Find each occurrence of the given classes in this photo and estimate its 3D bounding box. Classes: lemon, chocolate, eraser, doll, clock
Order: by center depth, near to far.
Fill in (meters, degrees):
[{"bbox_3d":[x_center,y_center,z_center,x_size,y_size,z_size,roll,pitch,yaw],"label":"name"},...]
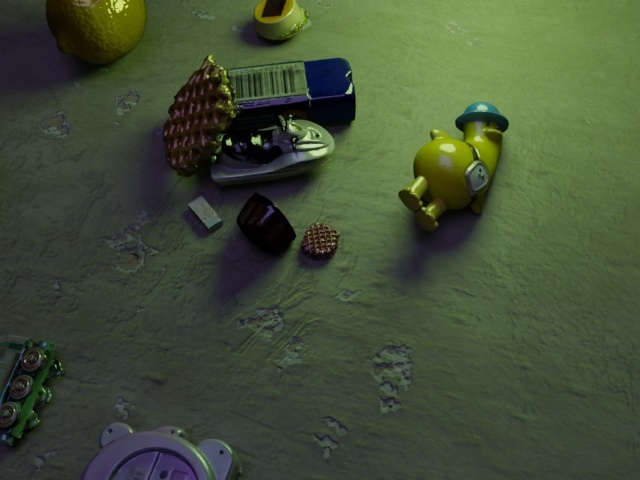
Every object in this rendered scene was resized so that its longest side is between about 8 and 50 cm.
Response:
[{"bbox_3d":[-0.275,0.419,1.076,0.248,0.090,0.227,12,60,12],"label":"clock"},{"bbox_3d":[-0.117,-0.026,1.335,0.080,0.125,0.149,-44,29,-11],"label":"chocolate"},{"bbox_3d":[0.298,-0.159,1.379,0.363,0.145,0.199,-45,106,-31],"label":"doll"},{"bbox_3d":[-0.245,-0.056,1.400,0.038,0.019,0.083,-34,63,-18],"label":"eraser"},{"bbox_3d":[-0.090,-0.335,1.514,0.332,0.101,0.155,-7,58,-2],"label":"eraser"},{"bbox_3d":[-0.543,-0.547,1.590,0.229,0.228,0.253,15,45,12],"label":"lemon"}]

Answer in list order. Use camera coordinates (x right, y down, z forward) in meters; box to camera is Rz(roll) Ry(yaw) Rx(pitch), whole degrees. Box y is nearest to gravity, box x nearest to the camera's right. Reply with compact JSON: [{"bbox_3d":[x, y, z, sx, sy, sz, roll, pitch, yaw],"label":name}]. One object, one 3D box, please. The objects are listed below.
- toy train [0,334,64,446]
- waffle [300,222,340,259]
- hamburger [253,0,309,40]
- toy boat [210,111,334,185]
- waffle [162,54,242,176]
[{"bbox_3d":[-0.558,0.271,1.191,0.125,0.080,0.194,6,61,19],"label":"toy train"},{"bbox_3d":[0.000,0.000,1.348,0.075,0.029,0.083,24,61,16],"label":"waffle"},{"bbox_3d":[-0.100,-0.564,1.664,0.141,0.081,0.126,-12,56,10],"label":"hamburger"},{"bbox_3d":[-0.112,-0.205,1.421,0.270,0.141,0.140,-15,58,10],"label":"toy boat"},{"bbox_3d":[-0.270,-0.271,1.429,0.052,0.254,0.245,16,37,-40],"label":"waffle"}]
